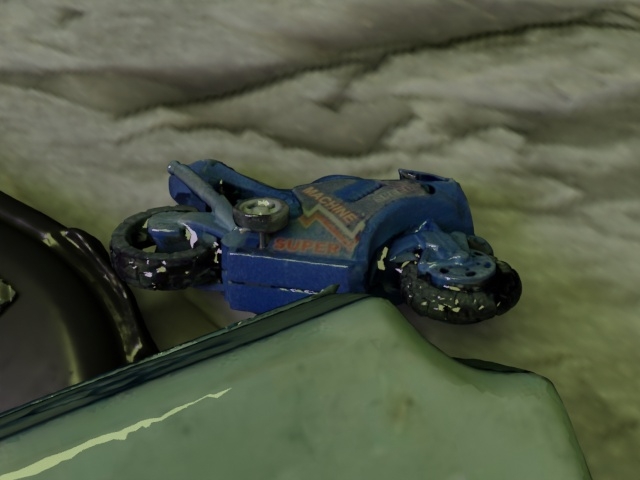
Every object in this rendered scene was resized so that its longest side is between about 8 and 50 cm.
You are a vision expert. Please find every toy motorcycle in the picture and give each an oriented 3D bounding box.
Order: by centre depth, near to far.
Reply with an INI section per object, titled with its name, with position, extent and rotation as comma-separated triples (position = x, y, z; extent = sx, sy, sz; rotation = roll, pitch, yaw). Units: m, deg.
[toy motorcycle]
position = 0.000, 0.000, 0.503
extent = 0.205, 0.114, 0.076
rotation = 6, 117, 15

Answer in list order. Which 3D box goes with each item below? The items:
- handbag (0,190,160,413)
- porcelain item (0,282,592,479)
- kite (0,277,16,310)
[handbag]
position = -0.224, 0.087, 0.515
extent = 0.308, 0.093, 0.254
rotation = 24, 76, 17
[porcelain item]
position = -0.028, 0.177, 0.369
extent = 0.281, 0.157, 0.286
rotation = -22, 89, -13
[kite]
position = -0.324, 0.047, 0.489
extent = 0.368, 0.014, 0.406
rotation = -7, 70, 7
